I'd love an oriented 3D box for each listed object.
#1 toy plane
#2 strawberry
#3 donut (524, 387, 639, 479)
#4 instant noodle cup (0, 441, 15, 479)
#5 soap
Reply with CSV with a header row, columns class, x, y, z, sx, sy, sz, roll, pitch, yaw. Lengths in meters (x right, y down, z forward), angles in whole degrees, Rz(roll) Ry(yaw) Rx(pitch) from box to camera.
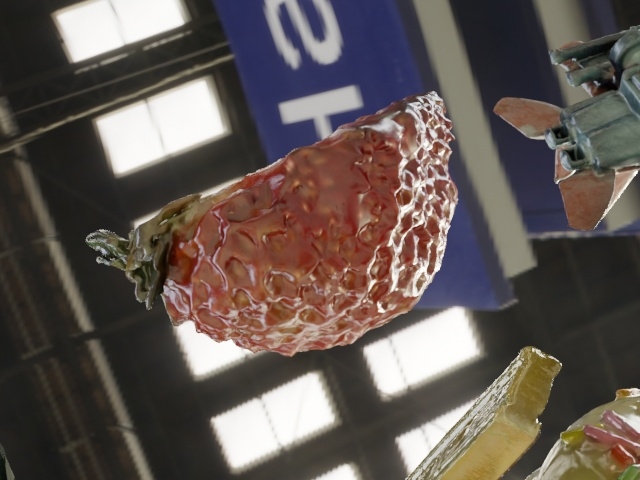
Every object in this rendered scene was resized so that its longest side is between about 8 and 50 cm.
class,x,y,z,sx,sy,sz,roll,pitch,yaw
toy plane,0.309,-0.117,1.118,0.326,0.223,0.104,-25,-39,-2
strawberry,0.003,-0.001,0.768,0.236,0.175,0.106,-26,-85,-24
donut,0.312,0.240,1.037,0.307,0.371,0.150,-30,-42,-61
instant noodle cup,-0.311,0.182,0.898,0.240,0.178,0.240,36,-142,-35
soap,0.093,0.182,1.078,0.037,0.252,0.092,34,-143,0
